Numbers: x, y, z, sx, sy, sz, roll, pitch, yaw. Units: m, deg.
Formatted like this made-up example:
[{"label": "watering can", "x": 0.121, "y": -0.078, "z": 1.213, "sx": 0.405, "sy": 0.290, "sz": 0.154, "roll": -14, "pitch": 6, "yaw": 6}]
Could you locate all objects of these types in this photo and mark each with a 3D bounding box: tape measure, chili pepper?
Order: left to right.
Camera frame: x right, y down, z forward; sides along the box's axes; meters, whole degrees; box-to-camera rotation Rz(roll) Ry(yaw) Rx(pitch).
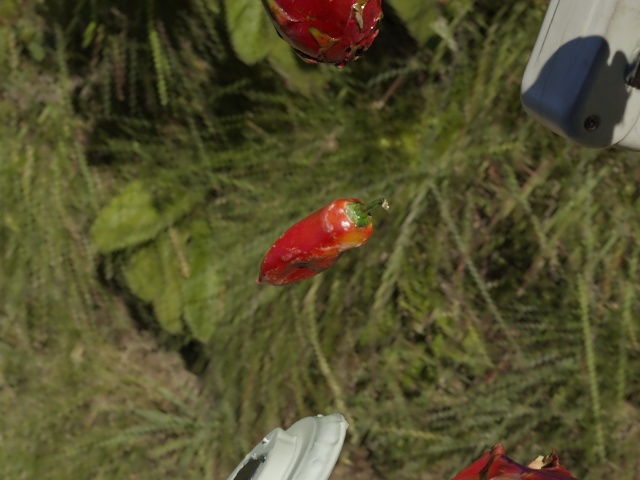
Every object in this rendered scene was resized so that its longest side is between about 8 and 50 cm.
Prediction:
[{"label": "chili pepper", "x": 0.001, "y": -0.001, "z": 1.221, "sx": 0.191, "sy": 0.059, "sz": 0.050, "roll": -32, "pitch": 65, "yaw": 41}, {"label": "tape measure", "x": 0.360, "y": -0.231, "z": 1.517, "sx": 0.130, "sy": 0.265, "sz": 0.258, "roll": 41, "pitch": 120, "yaw": 52}]

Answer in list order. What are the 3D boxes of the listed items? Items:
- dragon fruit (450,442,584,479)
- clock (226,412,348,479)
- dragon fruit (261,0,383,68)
[{"label": "dragon fruit", "x": 0.123, "y": 0.205, "z": 0.928, "sx": 0.161, "sy": 0.274, "sz": 0.126, "roll": 30, "pitch": 118, "yaw": 33}, {"label": "clock", "x": -0.064, "y": 0.252, "z": 1.284, "sx": 0.236, "sy": 0.053, "sz": 0.236, "roll": -53, "pitch": 6, "yaw": 8}, {"label": "dragon fruit", "x": -0.022, "y": -0.213, "z": 0.979, "sx": 0.094, "sy": 0.190, "sz": 0.094, "roll": -34, "pitch": 9, "yaw": 6}]
